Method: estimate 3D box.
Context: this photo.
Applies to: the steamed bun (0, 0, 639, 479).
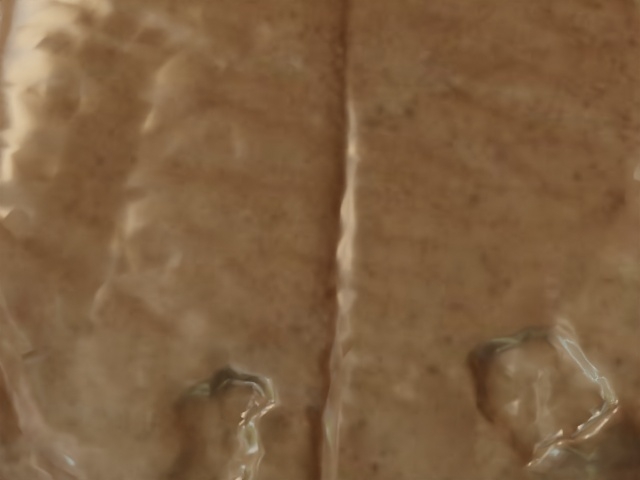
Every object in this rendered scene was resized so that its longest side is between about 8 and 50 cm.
[{"bbox_3d":[0.000,0.000,0.543,0.301,0.199,0.251,9,-109,7],"label":"steamed bun"}]
